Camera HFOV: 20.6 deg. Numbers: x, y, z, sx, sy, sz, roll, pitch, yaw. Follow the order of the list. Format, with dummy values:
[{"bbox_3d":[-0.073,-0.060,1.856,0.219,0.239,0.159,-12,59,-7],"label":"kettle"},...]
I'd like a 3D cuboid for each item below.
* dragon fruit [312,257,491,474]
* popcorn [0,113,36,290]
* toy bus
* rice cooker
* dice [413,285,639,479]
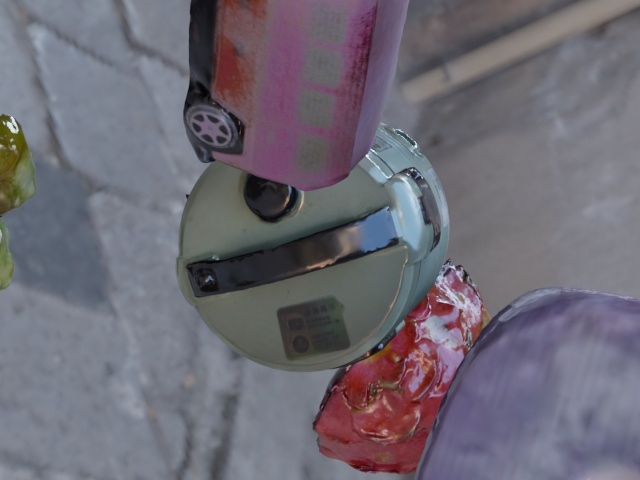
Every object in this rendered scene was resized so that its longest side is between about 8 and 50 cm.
[{"bbox_3d":[0.106,0.155,1.908,0.189,0.262,0.163,29,10,-9],"label":"dragon fruit"},{"bbox_3d":[-0.344,-0.047,1.238,0.276,0.276,0.225,-98,176,-46],"label":"popcorn"},{"bbox_3d":[-0.016,-0.162,1.259,0.303,0.147,0.127,97,18,-51],"label":"toy bus"},{"bbox_3d":[0.000,0.000,1.545,0.226,0.226,0.244,66,16,0],"label":"rice cooker"},{"bbox_3d":[0.225,0.197,1.183,0.270,0.270,0.271,34,74,-61],"label":"dice"}]
